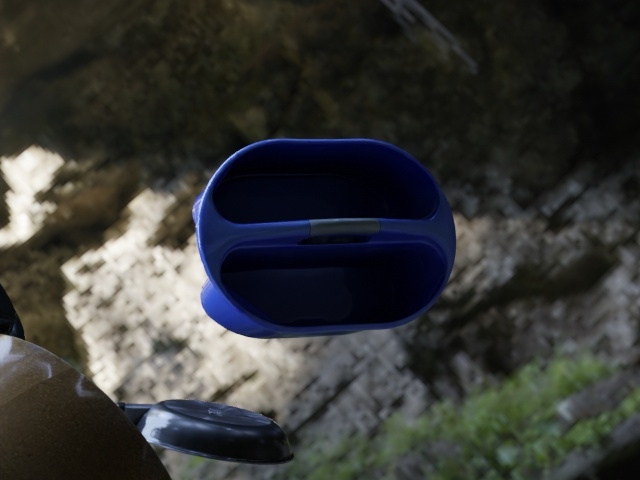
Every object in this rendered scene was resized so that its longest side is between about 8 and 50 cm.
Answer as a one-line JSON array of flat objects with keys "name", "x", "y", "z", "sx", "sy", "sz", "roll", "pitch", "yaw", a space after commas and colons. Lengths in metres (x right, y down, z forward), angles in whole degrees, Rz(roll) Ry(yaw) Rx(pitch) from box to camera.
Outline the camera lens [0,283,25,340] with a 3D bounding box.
[{"name": "camera lens", "x": -0.442, "y": 0.127, "z": 1.591, "sx": 0.274, "sy": 0.219, "sz": 0.219, "roll": -44, "pitch": -25, "yaw": 11}]

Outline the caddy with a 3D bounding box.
[{"name": "caddy", "x": 0.000, "y": 0.000, "z": 2.020, "sx": 0.341, "sy": 0.241, "sz": 0.179, "roll": -2, "pitch": -12, "yaw": -22}]

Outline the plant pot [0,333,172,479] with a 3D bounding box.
[{"name": "plant pot", "x": -0.235, "y": 0.213, "z": 0.904, "sx": 0.254, "sy": 0.237, "sz": 0.237, "roll": -34, "pitch": -25, "yaw": -42}]

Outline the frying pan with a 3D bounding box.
[{"name": "frying pan", "x": -0.185, "y": 0.213, "z": 1.931, "sx": 0.197, "sy": 0.326, "sz": 0.053, "roll": 1, "pitch": -79, "yaw": -73}]
